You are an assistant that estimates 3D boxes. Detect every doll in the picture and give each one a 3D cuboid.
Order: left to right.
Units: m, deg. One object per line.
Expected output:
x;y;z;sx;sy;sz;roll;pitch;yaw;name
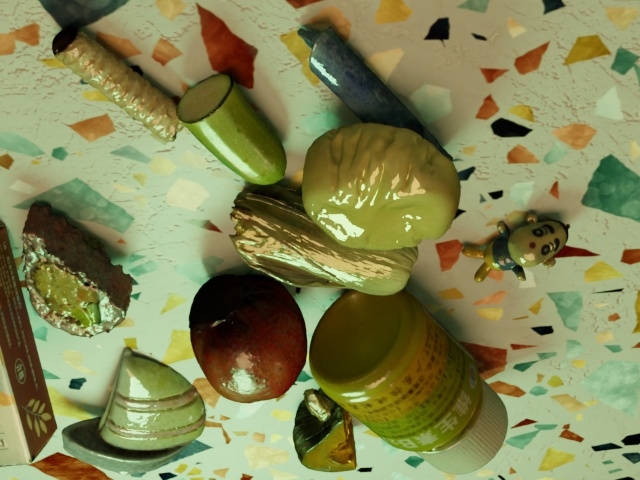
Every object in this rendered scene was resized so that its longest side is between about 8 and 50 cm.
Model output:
0.317;0.014;1.505;0.179;0.102;0.089;-26;175;22;doll

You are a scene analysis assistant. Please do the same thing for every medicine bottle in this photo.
0.168;0.258;1.677;0.224;0.224;0.384;-24;134;26;medicine bottle

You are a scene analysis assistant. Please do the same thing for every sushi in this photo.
-0.425;0.059;1.552;0.161;0.108;0.241;-31;122;30;sushi

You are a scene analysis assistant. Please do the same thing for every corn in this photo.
0.001;0.000;1.462;0.305;0.122;0.123;14;136;-12;corn

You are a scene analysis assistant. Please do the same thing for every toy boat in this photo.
-0.353;0.369;1.911;0.276;0.111;0.293;25;124;-34;toy boat

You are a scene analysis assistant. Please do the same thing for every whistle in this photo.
0.076;-0.185;1.297;0.062;0.062;0.304;-27;131;28;whistle

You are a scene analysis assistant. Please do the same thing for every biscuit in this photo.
-0.266;-0.211;1.280;0.061;0.055;0.219;-36;127;22;biscuit

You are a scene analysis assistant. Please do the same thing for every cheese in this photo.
0.090;-0.071;1.319;0.213;0.117;0.226;-5;149;27;cheese

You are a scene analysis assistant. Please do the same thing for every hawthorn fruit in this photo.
-0.120;0.181;1.599;0.215;0.215;0.250;-2;127;3;hawthorn fruit

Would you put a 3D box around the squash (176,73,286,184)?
-0.114;-0.141;1.330;0.095;0.095;0.188;-20;135;22;squash

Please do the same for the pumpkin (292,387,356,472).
0.001;0.373;1.885;0.125;0.131;0.248;-4;136;6;pumpkin

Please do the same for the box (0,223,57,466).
-0.661;0.187;1.561;0.344;0.122;0.386;-6;107;9;box
